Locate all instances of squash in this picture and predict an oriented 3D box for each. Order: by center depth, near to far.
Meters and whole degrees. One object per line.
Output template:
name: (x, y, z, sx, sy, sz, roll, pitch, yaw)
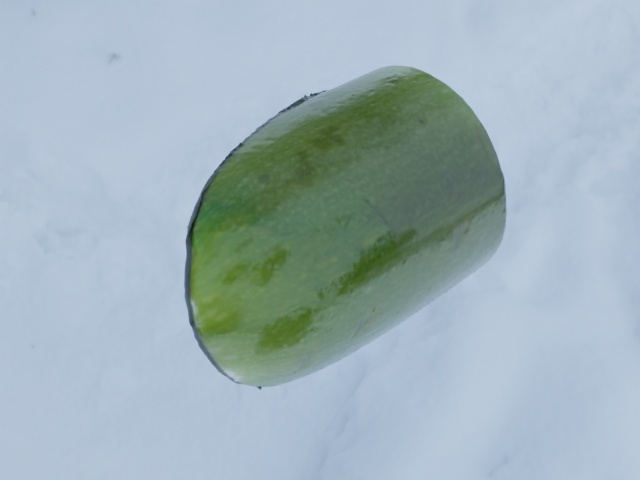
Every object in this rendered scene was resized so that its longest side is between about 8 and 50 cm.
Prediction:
squash: (0.000, 0.000, 0.653, 0.309, 0.210, 0.233, -29, 115, -22)
